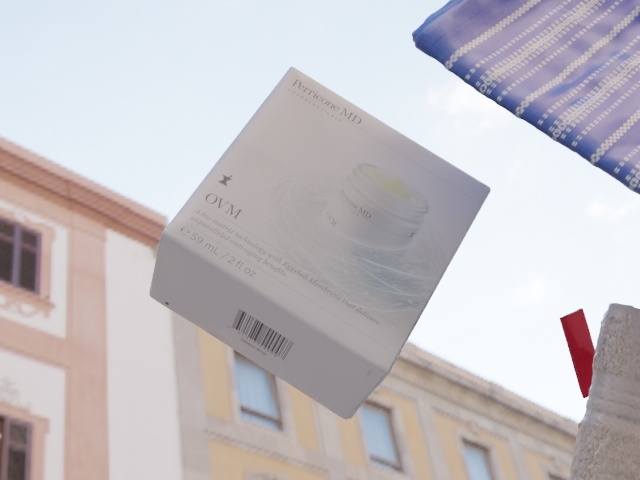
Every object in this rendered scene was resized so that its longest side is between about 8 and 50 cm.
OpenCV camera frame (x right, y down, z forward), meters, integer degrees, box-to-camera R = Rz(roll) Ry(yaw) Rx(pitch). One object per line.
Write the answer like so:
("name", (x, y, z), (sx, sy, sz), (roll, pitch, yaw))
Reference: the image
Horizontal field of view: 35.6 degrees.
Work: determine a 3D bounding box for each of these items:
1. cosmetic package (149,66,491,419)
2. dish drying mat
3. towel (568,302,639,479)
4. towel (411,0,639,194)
("cosmetic package", (0.000, 0.000, 0.925), (0.224, 0.224, 0.138), (31, -31, 2))
("dish drying mat", (0.257, 0.110, 0.977), (0.032, 0.083, 0.008), (-20, 6, -32))
("towel", (0.331, 0.182, 0.901), (0.282, 0.187, 0.049), (23, -14, -36))
("towel", (0.273, -0.143, 0.856), (0.243, 0.336, 0.040), (-39, -25, -35))
